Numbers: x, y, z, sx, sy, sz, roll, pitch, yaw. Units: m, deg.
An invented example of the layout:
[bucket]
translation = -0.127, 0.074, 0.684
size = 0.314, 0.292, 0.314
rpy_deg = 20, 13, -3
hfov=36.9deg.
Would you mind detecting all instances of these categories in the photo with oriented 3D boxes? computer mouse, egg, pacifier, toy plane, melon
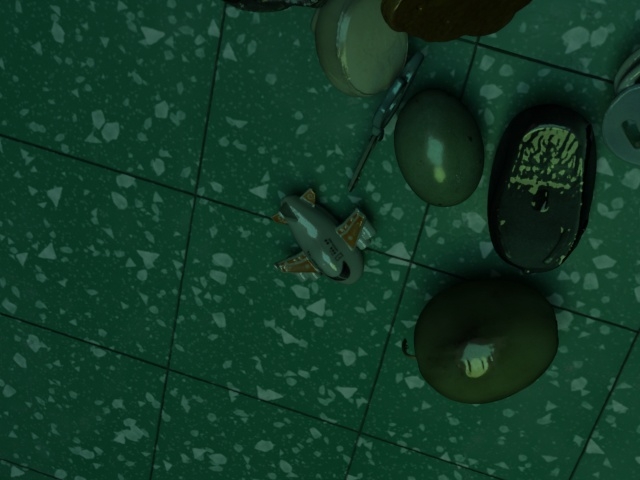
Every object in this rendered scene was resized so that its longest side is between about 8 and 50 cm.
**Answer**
[computer mouse]
translation = 0.433, -0.106, 1.869
size = 0.203, 0.114, 0.373
rpy_deg = 10, 127, 7
[egg]
translation = 0.229, -0.178, 1.854
size = 0.169, 0.169, 0.236
rpy_deg = -9, 108, 20
[pacifier]
translation = 0.646, -0.204, 1.681
size = 0.299, 0.233, 0.244
rpy_deg = -25, 135, 25
[toy plane]
translation = 0.000, 0.000, 2.044
size = 0.245, 0.117, 0.244
rpy_deg = 6, 117, 12
[melon]
translation = 0.334, 0.204, 1.981
size = 0.308, 0.272, 0.271
rpy_deg = -37, 104, 5

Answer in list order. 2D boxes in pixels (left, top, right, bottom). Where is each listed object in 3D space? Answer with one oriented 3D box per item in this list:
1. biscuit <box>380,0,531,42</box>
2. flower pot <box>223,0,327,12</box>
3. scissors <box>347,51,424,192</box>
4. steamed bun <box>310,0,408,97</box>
[biscuit]
translation = 0.266, -0.462, 1.619
size = 0.057, 0.351, 0.312
rpy_deg = 58, 148, 26
[flower pot]
translation = -0.083, -0.539, 1.685
size = 0.299, 0.283, 0.299
rpy_deg = 6, 117, 13
[scissors]
translation = 0.116, -0.211, 1.899
size = 0.029, 0.191, 0.360
rpy_deg = 29, 138, 5
[steamed bun]
translation = 0.067, -0.386, 1.800
size = 0.131, 0.177, 0.228
rpy_deg = 36, 149, 45
